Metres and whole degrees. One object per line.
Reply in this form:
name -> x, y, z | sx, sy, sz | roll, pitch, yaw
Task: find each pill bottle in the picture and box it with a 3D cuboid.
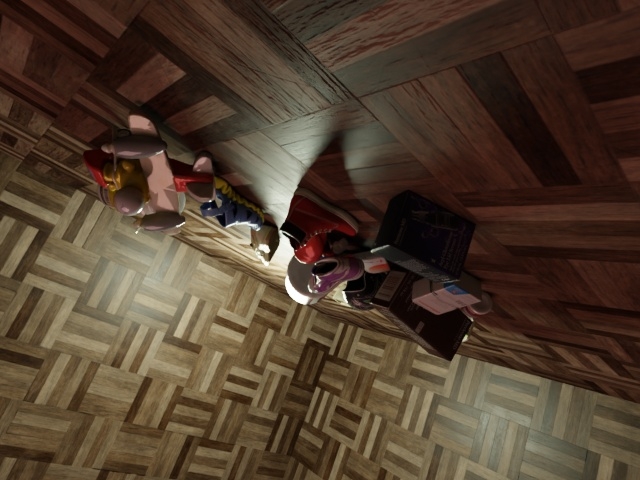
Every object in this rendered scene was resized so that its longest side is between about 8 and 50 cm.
pill bottle -> -0.721, -0.187, 1.723 | 0.333, 0.188, 0.188 | 15, 163, 26
pill bottle -> -0.051, 0.178, 1.983 | 0.223, 0.224, 0.392 | 22, 165, -1
pill bottle -> 0.581, 0.243, 1.588 | 0.085, 0.086, 0.152 | 19, 166, 12

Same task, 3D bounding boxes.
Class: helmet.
helmet -> 0.175, 0.203, 1.706 | 0.169, 0.162, 0.169 | 18, 164, 5

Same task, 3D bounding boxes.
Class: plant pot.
plant pot -> 0.151, 0.310, 2.401 | 0.109, 0.096, 0.109 | 12, 162, 31

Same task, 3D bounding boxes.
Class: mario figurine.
mario figurine -> 0.000, 0.000, 1.575 | 0.197, 0.170, 0.320 | -20, 167, 7

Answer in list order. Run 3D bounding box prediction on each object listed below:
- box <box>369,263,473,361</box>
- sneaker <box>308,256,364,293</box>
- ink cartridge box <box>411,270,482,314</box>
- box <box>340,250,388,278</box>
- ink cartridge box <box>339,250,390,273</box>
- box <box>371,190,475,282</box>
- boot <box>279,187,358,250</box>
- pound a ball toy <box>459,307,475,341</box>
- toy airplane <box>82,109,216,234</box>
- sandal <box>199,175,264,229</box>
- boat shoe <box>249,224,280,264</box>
box -> 0.390, 0.278, 1.633 | 0.381, 0.191, 0.143 | 40, 165, -23
sneaker -> 0.007, 0.117, 1.525 | 0.160, 0.102, 0.282 | 7, 153, -38
ink cartridge box -> 0.432, 0.176, 1.464 | 0.139, 0.082, 0.190 | 29, 145, -24
box -> 0.159, 0.098, 1.755 | 0.184, 0.045, 0.190 | 6, 159, 48
ink cartridge box -> 0.162, 0.089, 1.583 | 0.179, 0.045, 0.145 | -15, 153, 13
box -> 0.255, -0.004, 1.059 | 0.206, 0.153, 0.108 | 24, 165, -12
boot -> -0.004, -0.028, 1.297 | 0.244, 0.176, 0.088 | 27, 162, -24
pound a ball toy -> 0.567, 0.361, 1.929 | 0.208, 0.136, 0.319 | 23, 164, 12
toy airplane -> -0.513, -0.174, 1.307 | 0.384, 0.273, 0.386 | -18, 128, 38
sandal -> -0.333, -0.107, 1.563 | 0.126, 0.138, 0.317 | 7, 161, 38
boat shoe -> -0.255, 0.009, 1.911 | 0.110, 0.122, 0.341 | 25, 155, 5
